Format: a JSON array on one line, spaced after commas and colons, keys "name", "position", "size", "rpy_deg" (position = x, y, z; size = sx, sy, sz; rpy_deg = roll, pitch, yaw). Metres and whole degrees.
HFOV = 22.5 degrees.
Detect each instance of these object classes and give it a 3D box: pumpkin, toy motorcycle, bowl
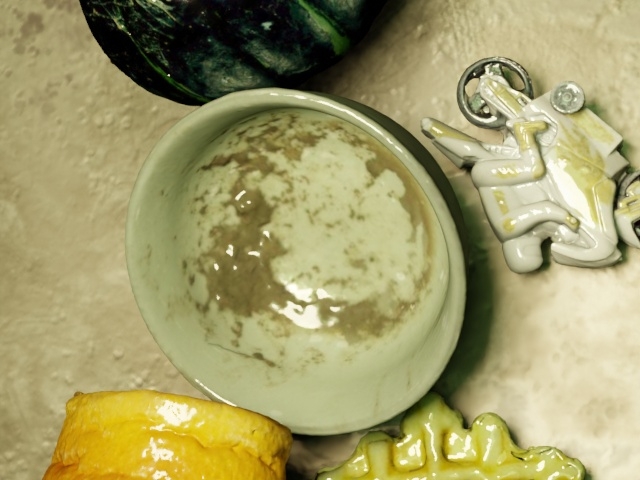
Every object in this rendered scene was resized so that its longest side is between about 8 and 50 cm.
[{"name": "pumpkin", "position": [-0.056, -0.247, 1.334], "size": [0.315, 0.238, 0.315], "rpy_deg": [-26, 38, 23]}, {"name": "toy motorcycle", "position": [0.185, -0.047, 1.322], "size": [0.229, 0.074, 0.151], "rpy_deg": [36, 88, 10]}, {"name": "bowl", "position": [0.000, 0.000, 1.313], "size": [0.289, 0.146, 0.289], "rpy_deg": [8, 113, 19]}]

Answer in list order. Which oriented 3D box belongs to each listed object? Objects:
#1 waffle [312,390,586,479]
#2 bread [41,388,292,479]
[{"name": "waffle", "position": [0.101, 0.294, 1.297], "size": [0.297, 0.073, 0.317], "rpy_deg": [37, 88, 14]}, {"name": "bread", "position": [-0.126, 0.200, 1.288], "size": [0.195, 0.270, 0.142], "rpy_deg": [18, 73, -19]}]
